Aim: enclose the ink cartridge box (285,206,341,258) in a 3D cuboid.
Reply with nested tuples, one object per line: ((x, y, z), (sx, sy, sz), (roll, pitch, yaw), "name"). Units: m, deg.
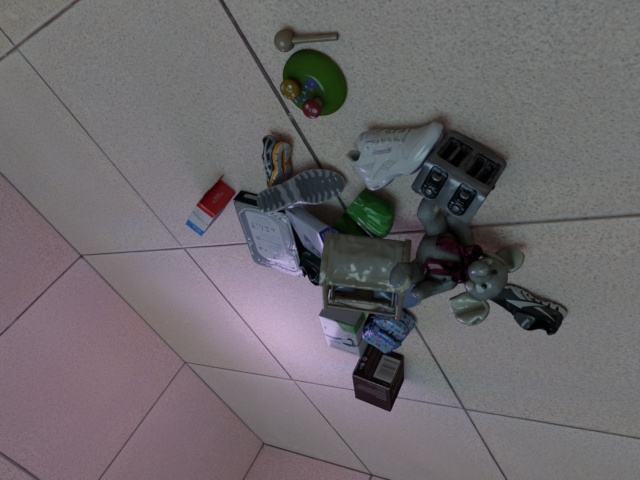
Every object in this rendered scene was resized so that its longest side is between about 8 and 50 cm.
((0.000, 0.000, 1.742), (0.224, 0.045, 0.223), (33, 161, 34), "ink cartridge box")

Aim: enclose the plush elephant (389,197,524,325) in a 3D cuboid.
((0.387, 0.074, 1.441), (0.255, 0.272, 0.330), (23, 174, 37), "plush elephant")

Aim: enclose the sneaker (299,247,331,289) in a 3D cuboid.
((0.011, 0.135, 1.935), (0.101, 0.106, 0.267), (-14, 125, 45), "sneaker")

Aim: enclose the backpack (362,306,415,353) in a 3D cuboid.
((0.256, 0.320, 1.952), (0.158, 0.117, 0.173), (37, 142, -6), "backpack")

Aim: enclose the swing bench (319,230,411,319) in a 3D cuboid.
((0.134, 0.107, 1.613), (0.253, 0.165, 0.254), (7, 151, 8), "swing bench")

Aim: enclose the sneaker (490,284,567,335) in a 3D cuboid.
((0.596, 0.207, 1.557), (0.234, 0.106, 0.078), (22, 142, 16), "sneaker")

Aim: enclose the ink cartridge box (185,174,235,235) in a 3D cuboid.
((-0.392, -0.125, 1.915), (0.078, 0.134, 0.231), (40, 145, -7), "ink cartridge box")

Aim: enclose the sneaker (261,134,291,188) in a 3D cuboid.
((-0.143, -0.240, 1.644), (0.083, 0.084, 0.215), (40, 145, 19), "sneaker")

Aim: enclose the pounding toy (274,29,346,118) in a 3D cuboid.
((-0.039, -0.397, 1.339), (0.183, 0.110, 0.237), (16, 141, 23), "pounding toy")

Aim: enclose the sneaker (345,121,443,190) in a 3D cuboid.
((0.179, -0.231, 1.358), (0.152, 0.114, 0.305), (43, 144, -15), "sneaker")

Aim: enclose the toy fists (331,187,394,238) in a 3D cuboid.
((0.135, -0.049, 1.630), (0.142, 0.096, 0.279), (43, 147, 2), "toy fists")

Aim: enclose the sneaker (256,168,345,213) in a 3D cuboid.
((-0.055, -0.159, 1.638), (0.281, 0.115, 0.105), (-10, 97, 19), "sneaker")

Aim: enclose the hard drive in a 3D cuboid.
((-0.173, -0.016, 1.937), (0.237, 0.064, 0.339), (16, 142, 24), "hard drive")

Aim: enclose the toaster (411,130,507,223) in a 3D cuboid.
((0.340, -0.157, 1.282), (0.168, 0.185, 0.110), (35, 143, 11), "toaster")

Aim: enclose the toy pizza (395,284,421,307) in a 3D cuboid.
((0.258, 0.159, 1.831), (0.201, 0.032, 0.201), (20, 143, 16), "toy pizza")

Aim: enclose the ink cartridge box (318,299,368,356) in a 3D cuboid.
((0.098, 0.357, 2.137), (0.160, 0.092, 0.219), (14, 140, 26), "ink cartridge box")

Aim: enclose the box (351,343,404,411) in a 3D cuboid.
((0.243, 0.571, 2.210), (0.167, 0.168, 0.203), (16, 140, 22), "box")
